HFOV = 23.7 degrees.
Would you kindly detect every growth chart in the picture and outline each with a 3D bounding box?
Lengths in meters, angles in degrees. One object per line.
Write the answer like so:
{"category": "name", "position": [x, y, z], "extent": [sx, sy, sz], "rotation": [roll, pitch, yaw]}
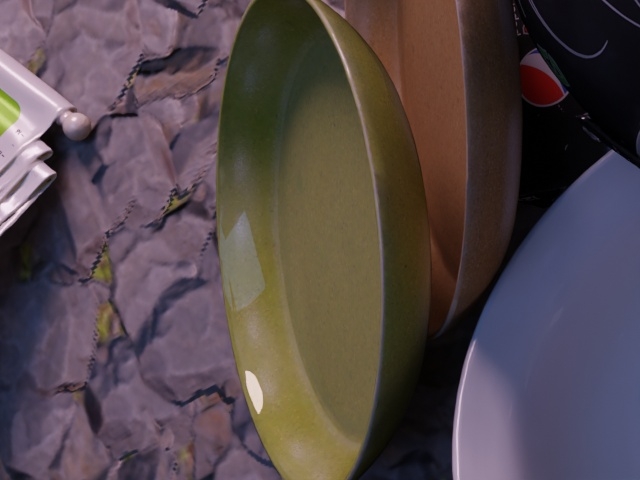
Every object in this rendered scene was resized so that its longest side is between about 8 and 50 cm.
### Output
{"category": "growth chart", "position": [-0.247, -0.027, 0.868], "extent": [0.172, 0.021, 0.237], "rotation": [28, 67, 21]}

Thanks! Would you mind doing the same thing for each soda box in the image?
{"category": "soda box", "position": [0.111, -0.103, 0.724], "extent": [0.060, 0.053, 0.169], "rotation": [-10, 81, 27]}

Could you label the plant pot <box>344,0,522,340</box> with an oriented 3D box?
{"category": "plant pot", "position": [0.048, -0.074, 0.683], "extent": [0.032, 0.236, 0.236], "rotation": [-5, 82, -9]}

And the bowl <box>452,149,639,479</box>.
{"category": "bowl", "position": [0.211, 0.082, 0.585], "extent": [0.297, 0.134, 0.298], "rotation": [-17, 52, 23]}

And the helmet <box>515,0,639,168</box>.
{"category": "helmet", "position": [0.151, -0.121, 0.565], "extent": [0.169, 0.169, 0.162], "rotation": [-28, 64, 23]}

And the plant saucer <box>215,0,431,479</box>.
{"category": "plant saucer", "position": [0.000, 0.000, 0.717], "extent": [0.241, 0.037, 0.241], "rotation": [175, 90, -70]}
